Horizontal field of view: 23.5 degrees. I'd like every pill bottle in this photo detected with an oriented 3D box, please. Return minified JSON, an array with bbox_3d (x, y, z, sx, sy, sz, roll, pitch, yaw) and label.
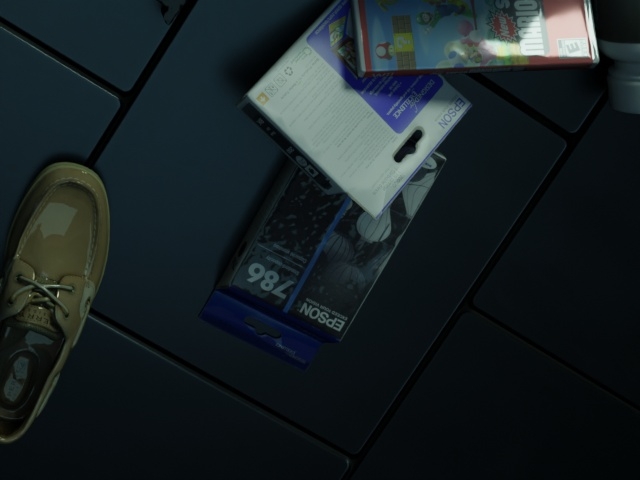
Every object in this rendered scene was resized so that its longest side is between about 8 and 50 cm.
[{"bbox_3d":[0.402,-0.301,1.815,0.161,0.161,0.283,-9,107,-7],"label":"pill bottle"}]

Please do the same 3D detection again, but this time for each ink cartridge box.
[{"bbox_3d":[0.000,0.000,1.885,0.165,0.065,0.333,26,101,-16],"label":"ink cartridge box"},{"bbox_3d":[0.042,-0.158,1.794,0.208,0.045,0.206,44,66,-6],"label":"ink cartridge box"}]

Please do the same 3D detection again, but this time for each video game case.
[{"bbox_3d":[0.175,-0.294,1.801,0.285,0.025,0.204,-3,76,-9],"label":"video game case"}]

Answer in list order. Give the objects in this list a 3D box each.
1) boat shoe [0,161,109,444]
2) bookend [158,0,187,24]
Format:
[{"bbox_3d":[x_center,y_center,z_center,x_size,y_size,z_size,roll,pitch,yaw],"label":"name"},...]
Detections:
[{"bbox_3d":[-0.326,0.078,1.825,0.121,0.110,0.341,13,103,-13],"label":"boat shoe"},{"bbox_3d":[-0.188,-0.356,1.746,0.156,0.072,0.157,36,98,-16],"label":"bookend"}]
